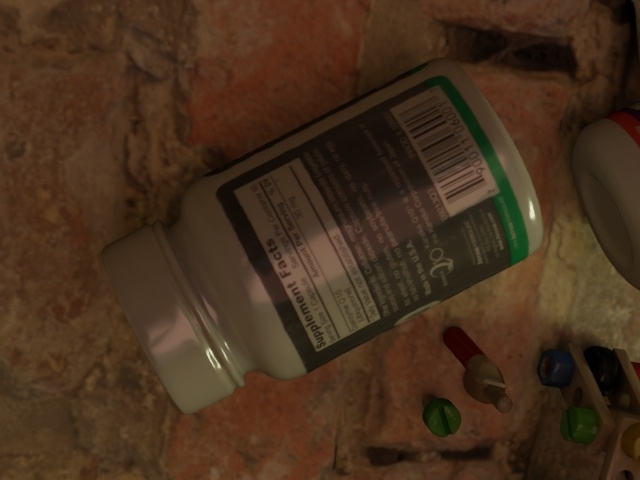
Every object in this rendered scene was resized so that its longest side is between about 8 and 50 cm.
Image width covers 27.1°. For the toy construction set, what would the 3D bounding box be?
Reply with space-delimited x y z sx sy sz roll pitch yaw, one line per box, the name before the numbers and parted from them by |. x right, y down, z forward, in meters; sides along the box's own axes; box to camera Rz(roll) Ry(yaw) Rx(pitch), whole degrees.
toy construction set | 0.250 0.225 1.288 0.309 0.237 0.257 39 94 -16

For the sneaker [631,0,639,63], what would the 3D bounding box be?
sneaker | 0.282 -0.273 1.246 0.153 0.094 0.235 3 103 -10

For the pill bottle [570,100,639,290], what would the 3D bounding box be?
pill bottle | 0.417 -0.086 1.271 0.323 0.181 0.181 -25 107 -4

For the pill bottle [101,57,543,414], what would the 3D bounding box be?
pill bottle | 0.000 0.000 1.203 0.361 0.204 0.204 -27 107 -3
